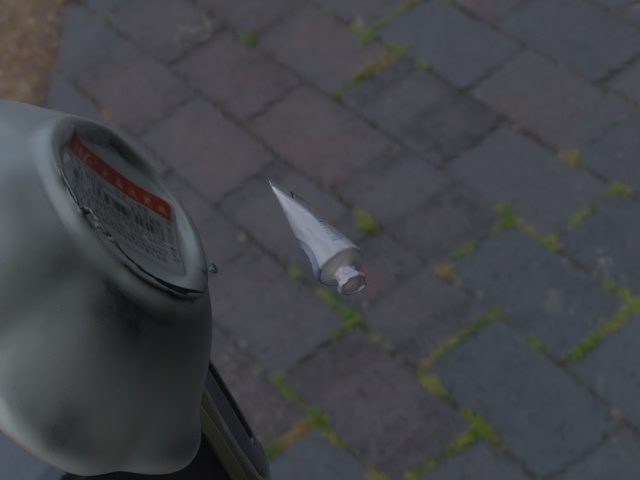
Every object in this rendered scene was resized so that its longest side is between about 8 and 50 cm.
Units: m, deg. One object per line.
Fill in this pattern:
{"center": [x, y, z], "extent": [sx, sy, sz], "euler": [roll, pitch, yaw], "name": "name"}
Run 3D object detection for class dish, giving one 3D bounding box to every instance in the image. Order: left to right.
{"center": [-0.112, 0.002, 0.777], "extent": [0.081, 0.229, 0.229], "euler": [-38, 35, 19], "name": "dish"}

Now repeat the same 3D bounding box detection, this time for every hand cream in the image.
{"center": [0.000, 0.000, 1.680], "extent": [0.053, 0.084, 0.142], "euler": [-45, 54, 10], "name": "hand cream"}

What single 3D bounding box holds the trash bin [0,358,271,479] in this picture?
{"center": [-0.177, 0.205, 1.317], "extent": [0.182, 0.209, 0.290], "euler": [9, 46, 44], "name": "trash bin"}
